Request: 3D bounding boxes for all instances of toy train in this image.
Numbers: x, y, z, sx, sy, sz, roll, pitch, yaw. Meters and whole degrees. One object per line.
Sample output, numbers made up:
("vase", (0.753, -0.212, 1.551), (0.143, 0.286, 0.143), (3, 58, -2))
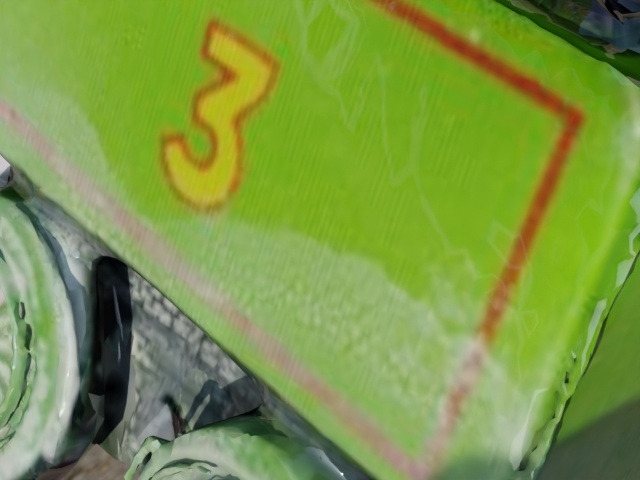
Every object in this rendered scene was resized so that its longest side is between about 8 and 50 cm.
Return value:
("toy train", (0.000, 0.000, 0.483), (0.173, 0.249, 0.307), (-5, 32, -44))
